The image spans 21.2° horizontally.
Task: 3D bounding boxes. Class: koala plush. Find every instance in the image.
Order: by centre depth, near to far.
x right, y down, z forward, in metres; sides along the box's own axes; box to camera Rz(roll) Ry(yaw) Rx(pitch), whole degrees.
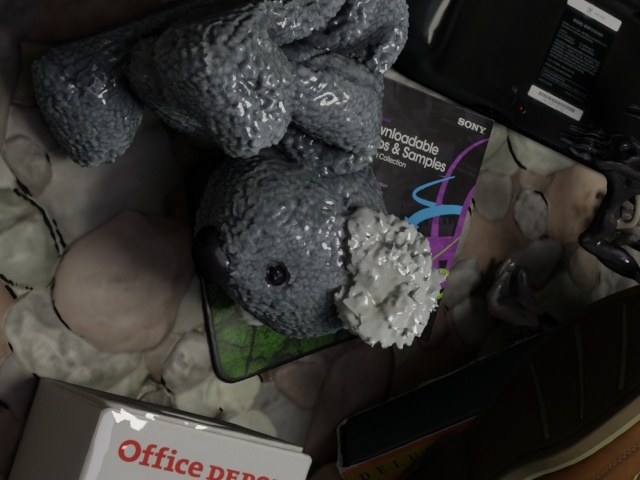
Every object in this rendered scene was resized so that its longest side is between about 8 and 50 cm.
[{"bbox_3d":[-0.019,-0.041,1.007,0.203,0.196,0.221,-28,107,-37],"label":"koala plush"}]

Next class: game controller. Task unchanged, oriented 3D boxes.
[{"bbox_3d":[0.179,-0.151,1.214,0.319,0.067,0.166,22,101,-35],"label":"game controller"}]

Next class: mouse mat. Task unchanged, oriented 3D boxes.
[{"bbox_3d":[0.000,0.000,1.142,0.190,0.007,0.152,-19,109,-32],"label":"mouse mat"}]

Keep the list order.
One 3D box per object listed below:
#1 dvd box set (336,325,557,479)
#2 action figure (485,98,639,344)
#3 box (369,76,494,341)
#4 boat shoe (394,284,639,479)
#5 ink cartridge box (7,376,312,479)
[{"bbox_3d":[0.240,0.234,1.219,0.308,0.062,0.420,-26,119,13],"label":"dvd box set"},{"bbox_3d":[0.215,0.027,1.221,0.164,0.141,0.275,-32,137,-35],"label":"action figure"},{"bbox_3d":[0.047,-0.022,1.148,0.116,0.029,0.162,17,87,-36],"label":"box"},{"bbox_3d":[0.154,0.138,1.063,0.104,0.307,0.110,34,38,-18],"label":"boat shoe"},{"bbox_3d":[-0.119,0.208,1.046,0.160,0.093,0.219,19,87,-36],"label":"ink cartridge box"}]
